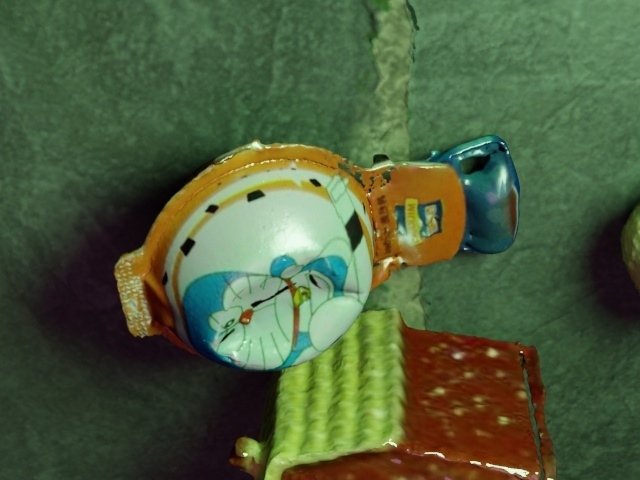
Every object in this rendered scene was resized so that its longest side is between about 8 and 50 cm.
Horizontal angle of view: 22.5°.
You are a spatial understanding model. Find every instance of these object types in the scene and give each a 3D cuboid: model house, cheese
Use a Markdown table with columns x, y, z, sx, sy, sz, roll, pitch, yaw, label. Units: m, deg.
| x | y | z | sx | sy | sz | roll | pitch | yaw | label |
| --- | --- | --- | --- | --- | --- | --- | --- | --- | --- |
| 0.053 | 0.167 | 1.337 | 0.254 | 0.196 | 0.160 | 15 | 121 | -8 | model house |
| 0.000 | 0.000 | 1.268 | 0.329 | 0.129 | 0.217 | -15 | 130 | -12 | cheese |

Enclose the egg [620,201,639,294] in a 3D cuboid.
| x | y | z | sx | sy | sz | roll | pitch | yaw | label |
| --- | --- | --- | --- | --- | --- | --- | --- | --- | --- |
| 0.301 | 0.008 | 1.279 | 0.140 | 0.116 | 0.118 | 20 | 112 | -48 | egg |
